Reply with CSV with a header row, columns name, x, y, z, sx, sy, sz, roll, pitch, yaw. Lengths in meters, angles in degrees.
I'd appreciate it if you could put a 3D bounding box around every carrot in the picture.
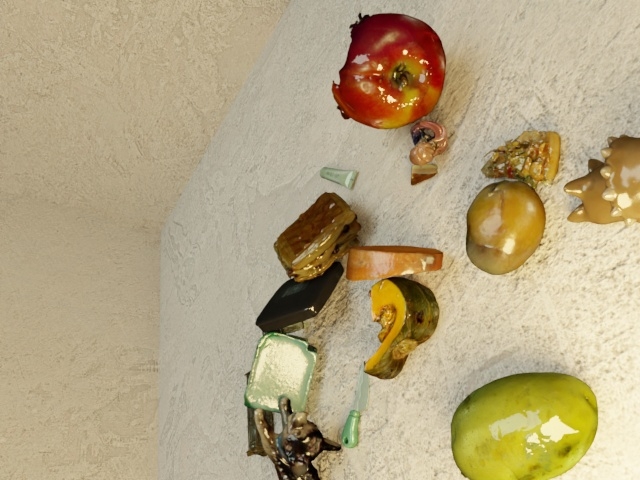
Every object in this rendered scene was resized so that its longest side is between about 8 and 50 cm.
name,x,y,z,sx,sy,sz,roll,pitch,yaw
carrot,0.207,0.063,1.376,0.307,0.258,0.100,2,96,60

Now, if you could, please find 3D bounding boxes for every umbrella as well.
name,x,y,z,sx,sy,sz,roll,pitch,yaw
umbrella,-0.133,0.330,1.831,0.050,0.188,0.046,0,97,54

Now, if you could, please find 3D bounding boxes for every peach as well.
name,x,y,z,sx,sy,sz,roll,pitch,yaw
peach,0.210,-0.509,1.518,0.339,0.353,0.416,-66,18,13

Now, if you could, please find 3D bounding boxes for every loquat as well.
name,x,y,z,sx,sy,sz,roll,pitch,yaw
loquat,0.428,-0.030,1.141,0.179,0.179,0.227,5,83,58

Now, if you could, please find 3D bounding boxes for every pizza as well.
name,x,y,z,sx,sy,sz,roll,pitch,yaw
pizza,0.497,-0.211,1.216,0.226,0.069,0.147,34,107,57

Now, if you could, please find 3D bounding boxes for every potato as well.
name,x,y,z,sx,sy,sz,roll,pitch,yaw
potato,0.397,0.374,0.973,0.304,0.216,0.216,-50,39,35

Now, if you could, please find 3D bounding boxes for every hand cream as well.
name,x,y,z,sx,sy,sz,roll,pitch,yaw
hand cream,0.070,-0.253,1.916,0.205,0.050,0.078,26,96,53

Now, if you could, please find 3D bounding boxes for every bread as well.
name,x,y,z,sx,sy,sz,roll,pitch,yaw
bread,0.000,0.000,1.746,0.324,0.167,0.277,-45,28,5
bread,0.307,-0.211,1.517,0.109,0.062,0.043,-22,57,48

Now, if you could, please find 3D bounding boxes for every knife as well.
name,x,y,z,sx,sy,sz,roll,pitch,yaw
knife,0.118,0.512,1.511,0.063,0.035,0.260,3,75,53

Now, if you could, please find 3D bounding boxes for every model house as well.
name,x,y,z,sx,sy,sz,roll,pitch,yaw
model house,-0.147,0.477,1.795,0.249,0.230,0.280,149,136,-80

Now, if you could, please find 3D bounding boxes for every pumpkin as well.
name,x,y,z,sx,sy,sz,roll,pitch,yaw
pumpkin,0.204,0.237,1.397,0.280,0.139,0.190,-56,40,21

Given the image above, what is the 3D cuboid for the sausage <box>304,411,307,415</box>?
name,x,y,z,sx,sy,sz,roll,pitch,yaw
sausage,-0.070,0.655,1.747,0.100,0.015,0.015,-64,33,15

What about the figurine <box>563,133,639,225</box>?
name,x,y,z,sx,sy,sz,roll,pitch,yaw
figurine,0.584,-0.115,0.938,0.247,0.173,0.177,22,95,58

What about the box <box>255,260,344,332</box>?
name,x,y,z,sx,sy,sz,roll,pitch,yaw
box,-0.068,0.200,1.738,0.289,0.073,0.290,-23,19,34

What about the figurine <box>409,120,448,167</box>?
name,x,y,z,sx,sy,sz,roll,pitch,yaw
figurine,0.325,-0.284,1.466,0.126,0.114,0.157,121,164,-49

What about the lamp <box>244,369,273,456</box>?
name,x,y,z,sx,sy,sz,roll,pitch,yaw
lamp,-0.243,0.678,1.935,0.089,0.090,0.325,-41,45,40

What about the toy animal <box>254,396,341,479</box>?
name,x,y,z,sx,sy,sz,roll,pitch,yaw
toy animal,-0.060,0.699,1.534,0.303,0.194,0.344,12,105,37
